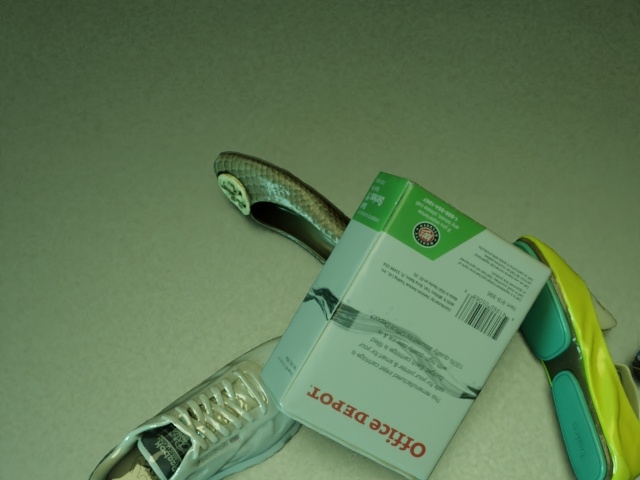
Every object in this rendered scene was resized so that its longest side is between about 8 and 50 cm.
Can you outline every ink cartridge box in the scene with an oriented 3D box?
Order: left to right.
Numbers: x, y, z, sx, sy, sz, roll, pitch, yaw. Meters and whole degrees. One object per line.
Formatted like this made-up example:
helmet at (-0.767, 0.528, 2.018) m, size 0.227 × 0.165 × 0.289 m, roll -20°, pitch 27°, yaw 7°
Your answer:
ink cartridge box at (0.067, 0.071, 0.849) m, size 0.153 × 0.087 × 0.208 m, roll 31°, pitch 90°, yaw -18°

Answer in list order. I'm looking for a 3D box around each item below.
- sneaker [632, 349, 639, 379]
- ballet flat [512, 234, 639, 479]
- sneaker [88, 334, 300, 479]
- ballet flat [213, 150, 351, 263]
sneaker at (0.343, 0.123, 0.888) m, size 0.135 × 0.052 × 0.058 m, roll 37°, pitch 62°, yaw 4°
ballet flat at (0.231, 0.102, 0.898) m, size 0.077 × 0.077 × 0.231 m, roll -10°, pitch 73°, yaw -22°
sneaker at (-0.094, 0.161, 0.879) m, size 0.235 × 0.095 × 0.090 m, roll -38°, pitch 72°, yaw -10°
ballet flat at (0.000, 0.000, 0.936) m, size 0.249 × 0.084 × 0.058 m, roll 33°, pitch 75°, yaw 7°
